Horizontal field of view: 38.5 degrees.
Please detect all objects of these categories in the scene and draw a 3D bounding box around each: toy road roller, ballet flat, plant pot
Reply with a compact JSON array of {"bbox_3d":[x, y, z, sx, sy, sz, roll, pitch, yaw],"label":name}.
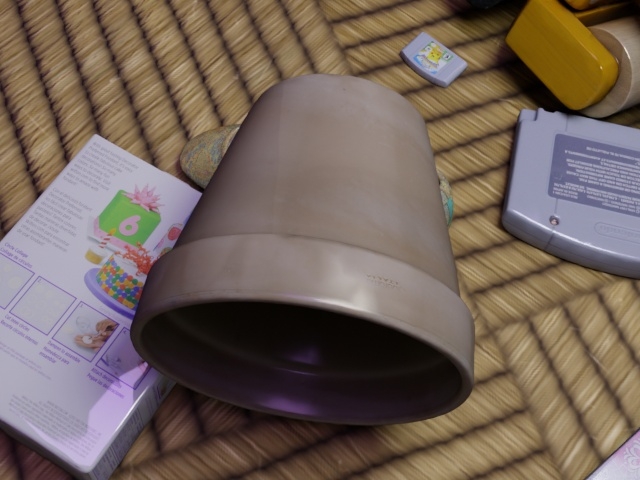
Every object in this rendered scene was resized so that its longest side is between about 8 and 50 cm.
[{"bbox_3d":[0.355,-0.348,1.177,0.202,0.241,0.330,-22,68,-35],"label":"toy road roller"},{"bbox_3d":[-0.004,-0.088,1.110,0.348,0.123,0.123,18,63,6],"label":"ballet flat"},{"bbox_3d":[0.000,0.000,0.909,0.323,0.323,0.281,9,64,1],"label":"plant pot"}]

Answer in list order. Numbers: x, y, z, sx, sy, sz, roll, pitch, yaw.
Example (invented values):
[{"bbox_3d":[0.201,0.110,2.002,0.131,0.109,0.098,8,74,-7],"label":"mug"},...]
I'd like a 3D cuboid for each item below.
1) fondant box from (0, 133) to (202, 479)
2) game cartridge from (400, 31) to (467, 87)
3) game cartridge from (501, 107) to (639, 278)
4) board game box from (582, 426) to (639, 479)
[{"bbox_3d":[-0.249,0.071,1.022,0.238,0.096,0.330,29,65,11],"label":"fondant box"},{"bbox_3d":[0.154,-0.247,1.260,0.083,0.017,0.056,39,70,16],"label":"game cartridge"},{"bbox_3d":[0.381,-0.052,1.154,0.294,0.060,0.196,14,59,4],"label":"game cartridge"},{"bbox_3d":[0.358,0.379,0.917,0.318,0.066,0.319,-35,70,-20],"label":"board game box"}]
